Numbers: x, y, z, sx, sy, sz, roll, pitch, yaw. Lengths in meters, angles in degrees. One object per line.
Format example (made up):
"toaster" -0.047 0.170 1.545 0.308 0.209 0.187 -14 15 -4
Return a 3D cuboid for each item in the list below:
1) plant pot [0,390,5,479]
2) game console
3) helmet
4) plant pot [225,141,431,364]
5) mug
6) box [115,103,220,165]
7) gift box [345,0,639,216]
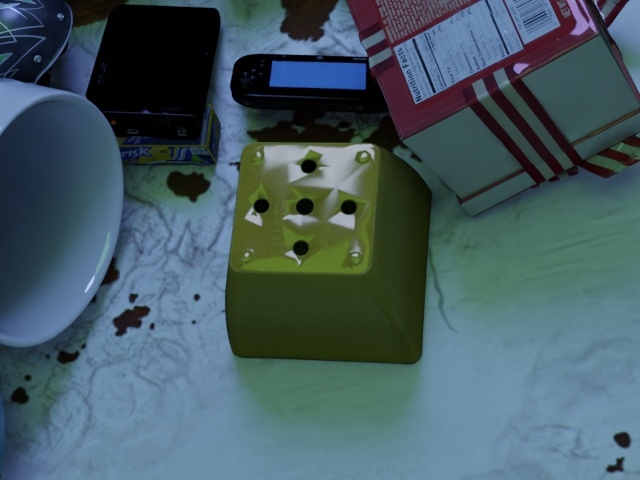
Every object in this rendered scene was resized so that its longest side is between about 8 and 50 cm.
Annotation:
"plant pot" -0.439 0.205 1.365 0.196 0.290 0.290 2 64 -28
"game console" -0.082 -0.197 1.530 0.362 0.044 0.213 2 44 1
"helmet" -0.370 -0.228 1.546 0.170 0.161 0.169 0 56 0
"plant pot" 0.000 0.000 1.392 0.212 0.187 0.212 2 69 10
"mug" -0.428 -0.095 1.419 0.328 0.374 0.276 12 30 24
"box" -0.206 -0.124 1.549 0.169 0.054 0.059 1 69 9
"gift box" 0.210 -0.193 1.391 0.276 0.258 0.255 -22 64 17
